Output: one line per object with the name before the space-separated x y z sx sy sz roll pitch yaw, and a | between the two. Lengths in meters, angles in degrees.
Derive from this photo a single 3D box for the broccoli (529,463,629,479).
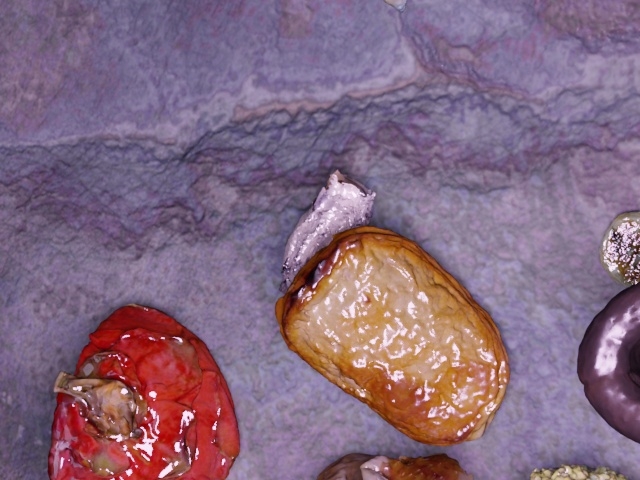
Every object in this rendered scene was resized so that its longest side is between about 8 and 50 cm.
broccoli | 0.263 0.318 1.197 0.226 0.176 0.198 36 113 43

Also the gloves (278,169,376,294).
gloves | 0.003 0.002 1.371 0.070 0.114 0.153 33 100 -3

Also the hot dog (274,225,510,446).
hot dog | 0.080 0.102 1.318 0.259 0.114 0.175 42 97 -11

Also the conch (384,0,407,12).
conch | 0.053 -0.359 1.384 0.116 0.106 0.173 -50 48 36

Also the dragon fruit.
dragon fruit | -0.190 0.225 1.385 0.152 0.205 0.316 -3 85 23

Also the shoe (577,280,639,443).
shoe | 0.425 0.084 1.106 0.384 0.237 0.171 -15 80 22

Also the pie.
pie | 0.328 0.012 1.276 0.085 0.017 0.085 -2 86 24

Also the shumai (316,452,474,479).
shumai | 0.064 0.284 1.270 0.161 0.153 0.209 13 47 -5
